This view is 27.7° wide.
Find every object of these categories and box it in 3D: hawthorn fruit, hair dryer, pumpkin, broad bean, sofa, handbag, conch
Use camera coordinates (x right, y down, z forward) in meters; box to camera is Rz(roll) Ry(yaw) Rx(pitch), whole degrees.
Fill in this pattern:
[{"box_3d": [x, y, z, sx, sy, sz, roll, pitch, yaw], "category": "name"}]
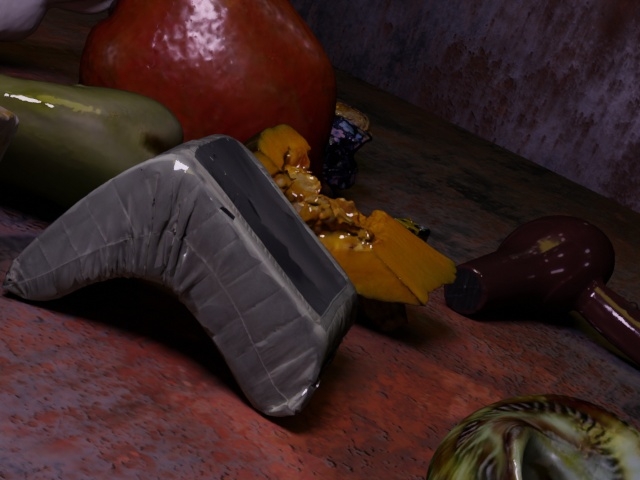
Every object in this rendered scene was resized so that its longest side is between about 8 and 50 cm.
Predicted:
[{"box_3d": [-0.124, -0.168, 1.420, 0.295, 0.295, 0.311, 7, 40, -50], "category": "hawthorn fruit"}, {"box_3d": [0.337, 0.106, 1.541, 0.340, 0.123, 0.312, 41, 30, 21], "category": "hair dryer"}, {"box_3d": [0.002, 0.005, 1.287, 0.248, 0.126, 0.131, 41, 19, -2], "category": "pumpkin"}, {"box_3d": [-0.248, -0.085, 1.169, 0.263, 0.121, 0.189, 8, -14, -22], "category": "broad bean"}, {"box_3d": [-0.098, 0.042, 1.047, 0.225, 0.176, 0.210, 52, 13, -4], "category": "sofa"}, {"box_3d": [-0.036, -0.142, 1.741, 0.208, 0.126, 0.229, 31, 14, 4], "category": "handbag"}, {"box_3d": [0.150, 0.183, 0.850, 0.181, 0.124, 0.187, 28, 35, -23], "category": "conch"}]

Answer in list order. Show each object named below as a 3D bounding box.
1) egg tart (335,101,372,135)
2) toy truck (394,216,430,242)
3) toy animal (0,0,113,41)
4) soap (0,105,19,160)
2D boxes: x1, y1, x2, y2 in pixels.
[{"box_3d": [-0.034, -0.184, 1.970, 0.234, 0.094, 0.234, 19, 13, -5], "category": "egg tart"}, {"box_3d": [0.095, -0.001, 1.587, 0.054, 0.049, 0.083, 30, 16, 29], "category": "toy truck"}, {"box_3d": [-0.439, -0.353, 1.627, 0.368, 0.241, 0.196, 17, 17, -26], "category": "toy animal"}, {"box_3d": [-0.399, -0.084, 0.855, 0.335, 0.156, 0.293, 25, 5, -2], "category": "soap"}]
